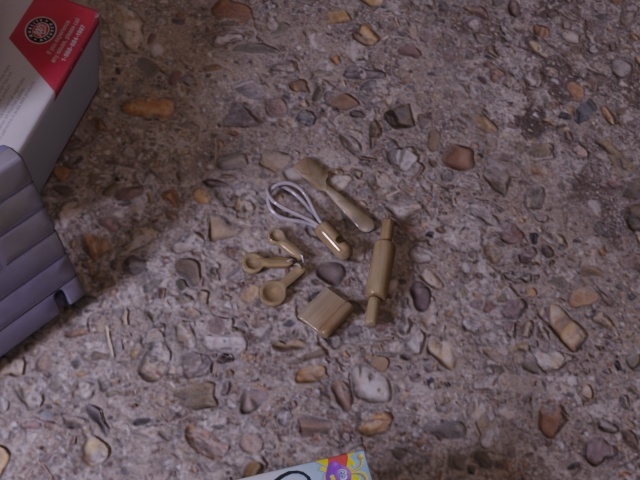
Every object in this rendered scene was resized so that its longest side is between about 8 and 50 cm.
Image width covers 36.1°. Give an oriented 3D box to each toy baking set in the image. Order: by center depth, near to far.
[{"bbox_3d":[0.006,0.003,1.302,0.196,0.030,0.256,18,60,-2],"label":"toy baking set"}]

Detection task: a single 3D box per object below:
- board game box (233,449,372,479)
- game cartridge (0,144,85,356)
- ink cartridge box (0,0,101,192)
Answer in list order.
[{"bbox_3d":[-0.077,0.335,1.042,0.275,0.142,0.144,-10,65,-17],"label":"board game box"},{"bbox_3d":[-0.441,0.073,1.057,0.355,0.230,0.068,-39,44,-27],"label":"game cartridge"},{"bbox_3d":[-0.507,-0.210,1.228,0.384,0.160,0.279,21,60,-2],"label":"ink cartridge box"}]
